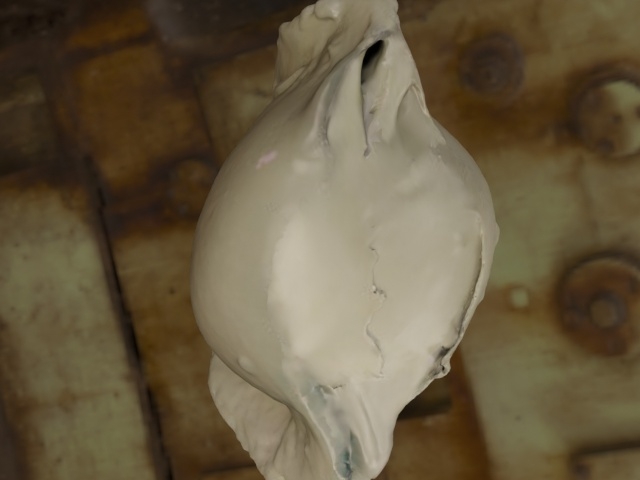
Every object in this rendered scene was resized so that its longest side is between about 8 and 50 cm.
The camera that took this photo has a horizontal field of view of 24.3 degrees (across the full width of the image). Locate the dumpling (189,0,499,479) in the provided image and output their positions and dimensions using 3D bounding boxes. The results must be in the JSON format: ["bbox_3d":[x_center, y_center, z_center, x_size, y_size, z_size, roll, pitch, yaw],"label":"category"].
[{"bbox_3d":[0.000,0.000,0.546,0.108,0.127,0.188,0,103,-23],"label":"dumpling"}]
